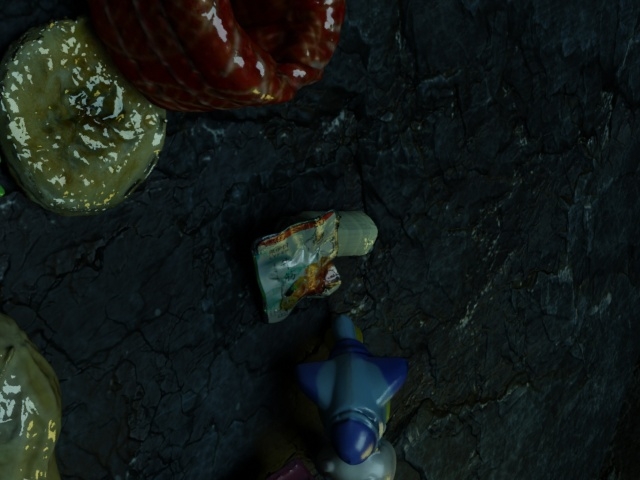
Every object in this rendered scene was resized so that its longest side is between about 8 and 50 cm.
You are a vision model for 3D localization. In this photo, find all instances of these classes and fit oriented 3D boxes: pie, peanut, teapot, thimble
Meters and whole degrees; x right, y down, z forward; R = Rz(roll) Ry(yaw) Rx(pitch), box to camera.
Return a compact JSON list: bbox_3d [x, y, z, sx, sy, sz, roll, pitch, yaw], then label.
[{"bbox_3d":[-0.320,-0.166,1.107,0.274,0.055,0.274,-16,112,-43],"label":"pie"},{"bbox_3d":[-0.417,0.253,1.049,0.174,0.158,0.340,-1,107,-18],"label":"peanut"},{"bbox_3d":[0.000,0.000,1.476,0.200,0.077,0.107,-2,133,-46],"label":"teapot"},{"bbox_3d":[-0.132,-0.348,1.094,0.350,0.230,0.350,-4,96,-50],"label":"thimble"}]

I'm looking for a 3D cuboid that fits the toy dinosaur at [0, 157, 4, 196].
[{"bbox_3d":[-0.592,0.059,0.860,0.500,0.144,0.374,-1,75,-25],"label":"toy dinosaur"}]

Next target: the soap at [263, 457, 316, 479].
[{"bbox_3d":[-0.105,0.504,1.433,0.250,0.099,0.162,-32,151,-18],"label":"soap"}]

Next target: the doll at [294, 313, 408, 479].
[{"bbox_3d":[0.049,0.329,1.467,0.187,0.376,0.365,-5,95,-25],"label":"doll"}]

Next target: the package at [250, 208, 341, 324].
[{"bbox_3d":[-0.035,0.054,1.401,0.166,0.040,0.232,-23,143,-19],"label":"package"}]
